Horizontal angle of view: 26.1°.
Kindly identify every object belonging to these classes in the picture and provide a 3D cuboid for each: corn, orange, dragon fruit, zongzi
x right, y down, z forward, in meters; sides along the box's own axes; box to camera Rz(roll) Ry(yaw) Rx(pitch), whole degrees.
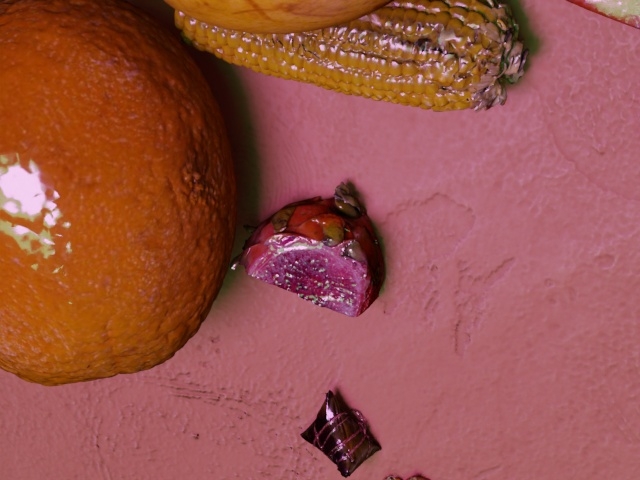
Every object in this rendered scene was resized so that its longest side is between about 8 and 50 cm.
[{"bbox_3d":[0.026,-0.181,1.220,0.317,0.115,0.115,11,112,14],"label":"corn"},{"bbox_3d":[-0.236,-0.043,1.241,0.322,0.322,0.357,-11,107,21],"label":"orange"},{"bbox_3d":[0.000,0.000,1.299,0.147,0.102,0.096,22,122,-2],"label":"dragon fruit"},{"bbox_3d":[0.016,0.186,1.387,0.083,0.067,0.074,25,123,27],"label":"zongzi"}]

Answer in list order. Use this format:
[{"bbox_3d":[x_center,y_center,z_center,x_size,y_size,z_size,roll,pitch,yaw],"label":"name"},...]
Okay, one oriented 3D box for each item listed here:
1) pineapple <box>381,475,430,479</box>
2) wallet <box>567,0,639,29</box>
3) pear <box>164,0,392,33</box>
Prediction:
[{"bbox_3d":[0.063,0.288,1.411,0.114,0.077,0.114,17,79,23],"label":"pineapple"},{"bbox_3d":[0.264,-0.286,1.138,0.142,0.045,0.204,23,115,7],"label":"wallet"},{"bbox_3d":[-0.030,-0.286,1.073,0.280,0.281,0.281,6,111,16],"label":"pear"}]
